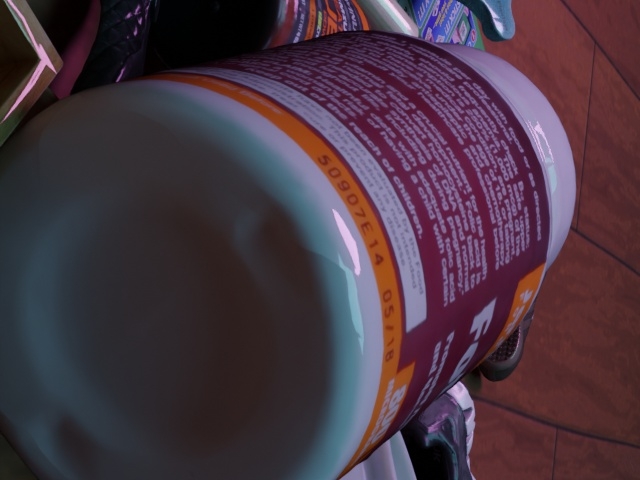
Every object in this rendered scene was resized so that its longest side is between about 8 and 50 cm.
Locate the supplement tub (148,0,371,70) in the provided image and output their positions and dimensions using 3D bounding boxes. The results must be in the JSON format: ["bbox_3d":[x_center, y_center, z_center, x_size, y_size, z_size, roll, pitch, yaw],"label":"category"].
[{"bbox_3d":[-0.029,-0.139,1.059,0.198,0.106,0.106,12,82,-65],"label":"supplement tub"}]

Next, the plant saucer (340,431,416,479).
[{"bbox_3d":[0.025,0.226,1.039,0.400,0.100,0.400,-15,90,-85],"label":"plant saucer"}]

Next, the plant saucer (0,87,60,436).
[{"bbox_3d":[-0.185,0.006,0.819,0.200,0.037,0.200,3,90,-65],"label":"plant saucer"}]

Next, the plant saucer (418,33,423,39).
[{"bbox_3d":[0.071,-0.130,1.278,0.083,0.015,0.083,3,90,-65],"label":"plant saucer"}]

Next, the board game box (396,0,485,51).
[{"bbox_3d":[0.065,-0.131,1.337,0.213,0.046,0.317,70,33,-42],"label":"board game box"}]

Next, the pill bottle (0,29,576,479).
[{"bbox_3d":[0.000,0.000,0.871,0.392,0.224,0.224,-26,116,-61],"label":"pill bottle"}]

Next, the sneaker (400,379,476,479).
[{"bbox_3d":[0.110,0.246,1.452,0.106,0.078,0.234,-44,128,-52],"label":"sneaker"}]

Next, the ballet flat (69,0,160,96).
[{"bbox_3d":[-0.126,-0.108,0.891,0.057,0.049,0.173,99,-1,-50],"label":"ballet flat"}]

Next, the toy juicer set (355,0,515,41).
[{"bbox_3d":[0.095,-0.266,1.253,0.209,0.089,0.329,26,57,-42],"label":"toy juicer set"}]

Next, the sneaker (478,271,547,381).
[{"bbox_3d":[0.202,0.062,1.660,0.071,0.066,0.188,82,27,-62],"label":"sneaker"}]

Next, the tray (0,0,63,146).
[{"bbox_3d":[-0.263,-0.022,0.567,0.203,0.076,0.411,61,37,-31],"label":"tray"}]
